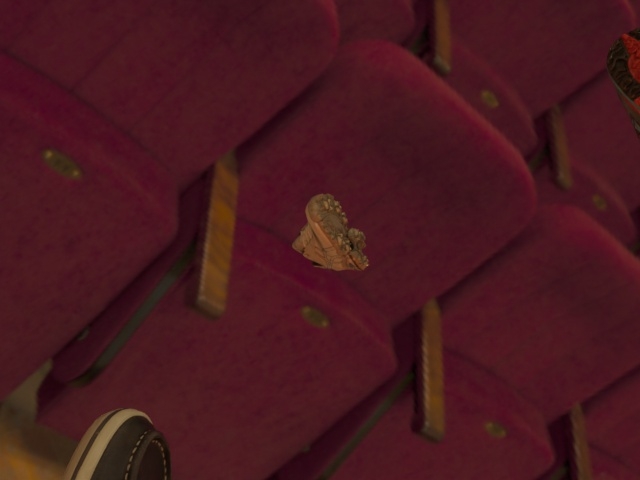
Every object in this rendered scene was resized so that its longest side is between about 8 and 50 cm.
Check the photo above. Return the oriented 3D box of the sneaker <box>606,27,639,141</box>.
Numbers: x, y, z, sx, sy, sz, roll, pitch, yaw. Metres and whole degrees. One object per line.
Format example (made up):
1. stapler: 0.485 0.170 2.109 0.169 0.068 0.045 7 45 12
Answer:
1. sneaker: 0.406 -0.109 1.070 0.125 0.104 0.261 39 30 -60

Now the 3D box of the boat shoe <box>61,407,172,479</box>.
1. boat shoe: -0.149 0.372 0.838 0.186 0.156 0.500 74 9 -49

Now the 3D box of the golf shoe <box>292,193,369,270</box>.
1. golf shoe: 0.000 0.000 1.241 0.176 0.086 0.069 53 30 -60
